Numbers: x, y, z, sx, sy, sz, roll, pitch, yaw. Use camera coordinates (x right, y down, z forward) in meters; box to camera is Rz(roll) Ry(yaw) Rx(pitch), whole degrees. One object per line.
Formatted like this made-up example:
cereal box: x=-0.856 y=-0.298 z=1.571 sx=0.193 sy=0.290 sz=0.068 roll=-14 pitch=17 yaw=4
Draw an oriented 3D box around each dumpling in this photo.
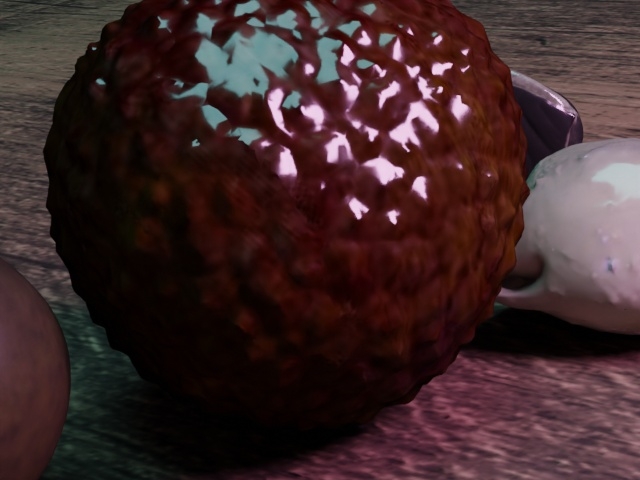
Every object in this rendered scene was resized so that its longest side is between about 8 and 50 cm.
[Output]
dumpling: x=0.176 y=0.001 z=0.998 sx=0.181 sy=0.111 sz=0.155 roll=9 pitch=-6 yaw=28

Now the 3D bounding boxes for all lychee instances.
lychee: x=-0.015 y=-0.022 z=0.909 sx=0.261 sy=0.260 sz=0.260 roll=-6 pitch=18 yaw=2

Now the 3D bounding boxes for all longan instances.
longan: x=-0.211 y=0.071 z=0.817 sx=0.187 sy=0.167 sz=0.167 roll=-28 pitch=18 yaw=2

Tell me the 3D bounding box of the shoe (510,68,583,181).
shoe: x=0.097 y=-0.091 z=1.317 sx=0.228 sy=0.099 sz=0.112 roll=3 pitch=12 yaw=28
